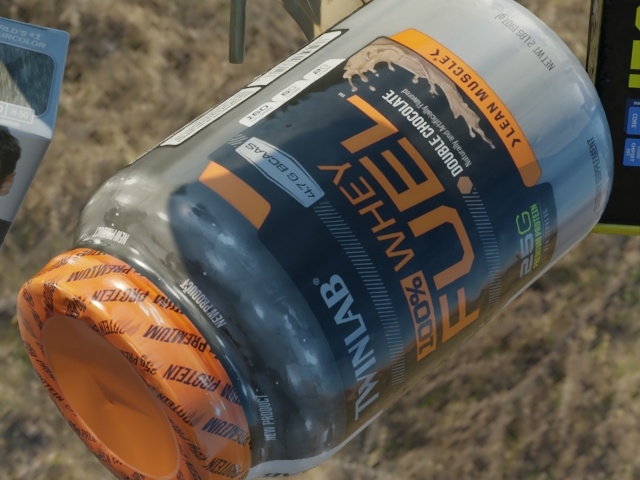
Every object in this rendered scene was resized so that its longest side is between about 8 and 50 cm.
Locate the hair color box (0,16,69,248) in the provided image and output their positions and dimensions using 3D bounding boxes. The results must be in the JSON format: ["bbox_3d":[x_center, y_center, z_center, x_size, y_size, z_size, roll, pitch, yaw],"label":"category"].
[{"bbox_3d":[-0.369,-0.084,1.554,0.185,0.374,0.113,13,63,-16],"label":"hair color box"}]

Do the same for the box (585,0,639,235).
[{"bbox_3d":[0.308,-0.158,1.088,0.257,0.322,0.079,4,25,4],"label":"box"}]

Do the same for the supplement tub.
[{"bbox_3d":[0.000,0.000,0.994,0.338,0.207,0.207,-38,86,-29],"label":"supplement tub"}]

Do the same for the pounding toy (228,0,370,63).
[{"bbox_3d":[0.017,-0.196,1.453,0.269,0.155,0.154,55,30,8],"label":"pounding toy"}]
